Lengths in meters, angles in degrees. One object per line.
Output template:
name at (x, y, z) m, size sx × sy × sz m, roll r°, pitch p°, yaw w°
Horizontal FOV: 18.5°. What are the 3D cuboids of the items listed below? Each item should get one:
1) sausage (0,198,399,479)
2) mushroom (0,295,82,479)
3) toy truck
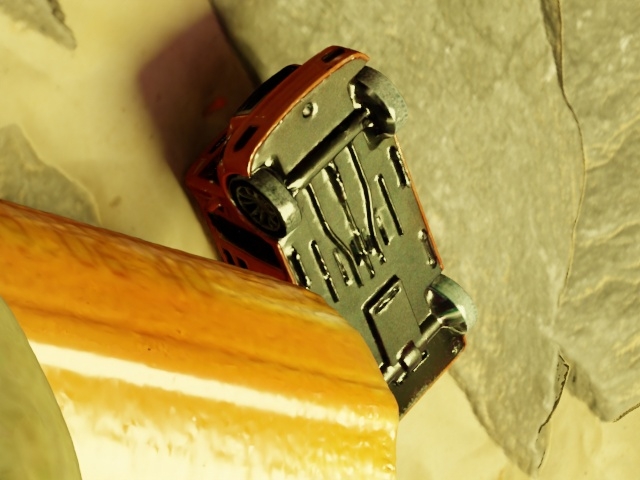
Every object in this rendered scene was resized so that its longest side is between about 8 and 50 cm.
sausage at (-0.136, 0.103, 0.985) m, size 0.287 × 0.233 × 0.233 m, roll 19°, pitch 94°, yaw -48°
mushroom at (-0.269, 0.127, 0.734) m, size 0.362 × 0.294 × 0.362 m, roll 3°, pitch 78°, yaw -14°
toy truck at (0.000, 0.000, 1.155) m, size 0.107 × 0.114 × 0.253 m, roll -44°, pitch 135°, yaw -23°
